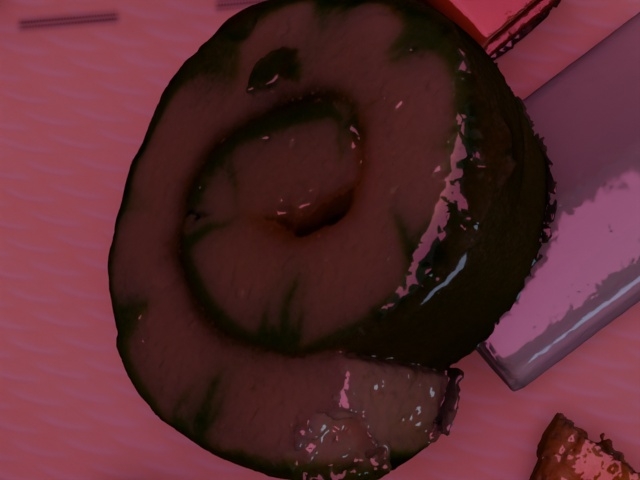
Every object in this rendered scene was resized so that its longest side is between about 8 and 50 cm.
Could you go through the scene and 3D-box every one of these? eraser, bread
[{"bbox_3d":[0.210,-0.034,1.218,0.290,0.104,0.189,-36,65,0],"label":"eraser"},{"bbox_3d":[0.000,0.000,1.152,0.366,0.129,0.382,-25,65,30],"label":"bread"}]

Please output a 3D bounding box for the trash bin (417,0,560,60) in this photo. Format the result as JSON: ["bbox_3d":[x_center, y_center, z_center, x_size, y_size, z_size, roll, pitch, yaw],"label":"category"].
[{"bbox_3d":[0.085,-0.258,1.233,0.184,0.161,0.239,-38,86,1],"label":"trash bin"}]

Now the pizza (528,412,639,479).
[{"bbox_3d":[0.287,0.301,1.196,0.287,0.075,0.280,12,92,10],"label":"pizza"}]
